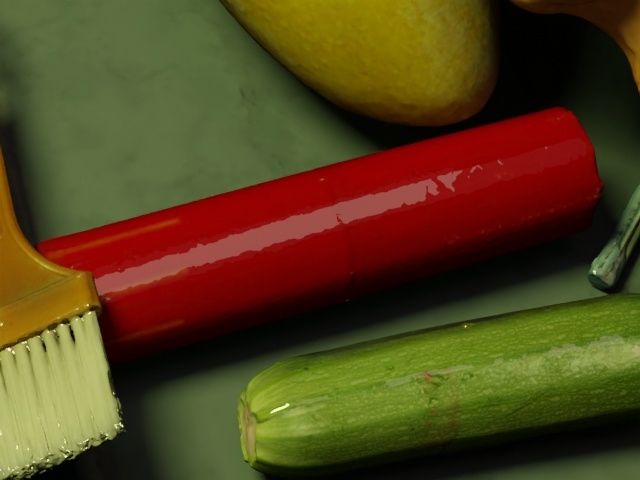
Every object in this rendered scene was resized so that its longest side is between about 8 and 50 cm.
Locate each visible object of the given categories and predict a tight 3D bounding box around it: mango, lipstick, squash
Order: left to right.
[{"bbox_3d":[0.000,-0.001,0.892,0.280,0.073,0.073,-15,58,-14],"label":"lipstick"},{"bbox_3d":[0.008,-0.232,0.974,0.199,0.221,0.384,-20,70,22],"label":"mango"},{"bbox_3d":[0.073,0.067,0.859,0.229,0.066,0.066,-9,57,-14],"label":"squash"}]

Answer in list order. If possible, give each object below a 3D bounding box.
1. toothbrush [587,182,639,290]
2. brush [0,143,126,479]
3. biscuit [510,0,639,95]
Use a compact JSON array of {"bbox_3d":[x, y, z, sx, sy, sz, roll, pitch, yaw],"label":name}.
[{"bbox_3d":[0.190,-0.055,0.989,0.019,0.016,0.219,25,56,12],"label":"toothbrush"},{"bbox_3d":[-0.162,-0.021,0.863,0.090,0.017,0.314,-25,55,6],"label":"brush"},{"bbox_3d":[0.272,-0.134,0.947,0.455,0.078,0.350,44,57,-3],"label":"biscuit"}]
